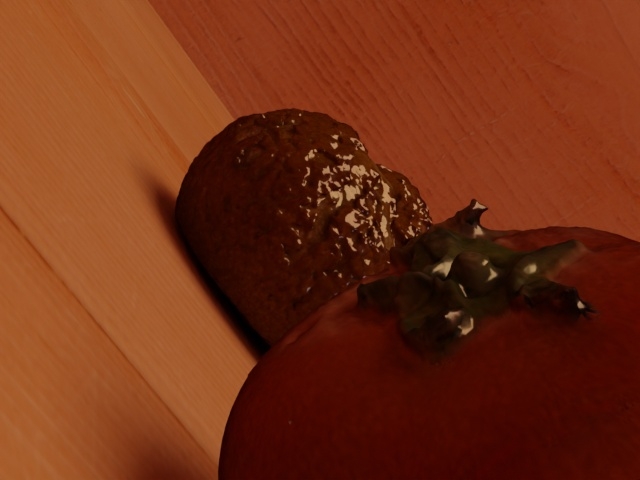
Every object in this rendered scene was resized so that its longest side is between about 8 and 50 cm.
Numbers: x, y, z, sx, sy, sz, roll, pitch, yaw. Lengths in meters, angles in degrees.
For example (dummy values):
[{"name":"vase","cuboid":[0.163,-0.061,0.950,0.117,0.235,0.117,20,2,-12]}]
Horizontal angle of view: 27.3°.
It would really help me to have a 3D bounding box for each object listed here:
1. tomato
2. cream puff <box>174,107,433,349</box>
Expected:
[{"name":"tomato","cuboid":[0.110,0.147,0.688,0.321,0.321,0.321,55,4,-5]},{"name":"cream puff","cuboid":[0.000,0.000,1.303,0.303,0.212,0.303,52,9,-11]}]
